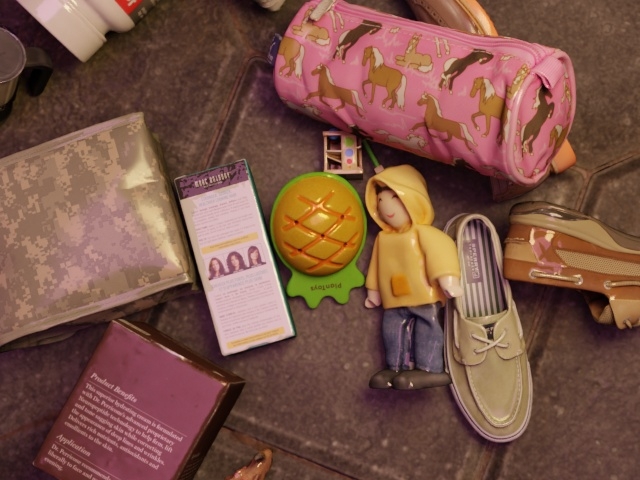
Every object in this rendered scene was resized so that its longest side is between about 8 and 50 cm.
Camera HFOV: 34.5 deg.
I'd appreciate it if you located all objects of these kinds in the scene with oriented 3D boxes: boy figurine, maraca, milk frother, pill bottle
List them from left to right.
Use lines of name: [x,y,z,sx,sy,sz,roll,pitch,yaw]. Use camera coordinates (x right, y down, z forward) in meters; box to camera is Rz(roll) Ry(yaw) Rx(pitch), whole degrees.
milk frother: [-0.444,-0.249,1.383,0.129,0.135,0.143,-31,85,-32]
pill bottle: [-0.267,-0.382,1.374,0.161,0.161,0.283,43,88,7]
maraca: [0.000,0.000,1.352,0.127,0.099,0.186,-7,108,-1]
boy figurine: [0.115,0.045,1.307,0.092,0.177,0.285,-3,91,-35]

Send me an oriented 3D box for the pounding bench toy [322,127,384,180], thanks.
pounding bench toy: [0.046,-0.117,1.381,0.083,0.052,0.065,-1,83,3]

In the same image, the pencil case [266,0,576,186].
pencil case: [0.121,-0.190,1.255,0.386,0.167,0.160,23,84,35]

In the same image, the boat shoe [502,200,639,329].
boat shoe: [0.377,0.051,1.300,0.324,0.122,0.120,19,86,-2]

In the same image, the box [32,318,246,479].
box: [-0.221,0.227,1.300,0.168,0.167,0.203,29,86,7]

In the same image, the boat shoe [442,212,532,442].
boat shoe: [0.205,0.111,1.325,0.109,0.094,0.302,-12,83,2]

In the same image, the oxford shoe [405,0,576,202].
oxford shoe: [0.182,-0.219,1.351,0.132,0.130,0.364,-34,81,7]

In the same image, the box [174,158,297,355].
box: [-0.112,0.024,1.370,0.100,0.060,0.244,-16,83,1]

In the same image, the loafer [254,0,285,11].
loafer: [-0.034,-0.460,1.406,0.112,0.111,0.319,12,70,41]

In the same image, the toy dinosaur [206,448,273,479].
toy dinosaur: [-0.120,0.403,1.251,0.127,0.296,0.200,11,125,-19]

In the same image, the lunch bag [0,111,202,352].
lunch bag: [-0.323,-0.003,1.333,0.287,0.169,0.235,-17,83,-3]
